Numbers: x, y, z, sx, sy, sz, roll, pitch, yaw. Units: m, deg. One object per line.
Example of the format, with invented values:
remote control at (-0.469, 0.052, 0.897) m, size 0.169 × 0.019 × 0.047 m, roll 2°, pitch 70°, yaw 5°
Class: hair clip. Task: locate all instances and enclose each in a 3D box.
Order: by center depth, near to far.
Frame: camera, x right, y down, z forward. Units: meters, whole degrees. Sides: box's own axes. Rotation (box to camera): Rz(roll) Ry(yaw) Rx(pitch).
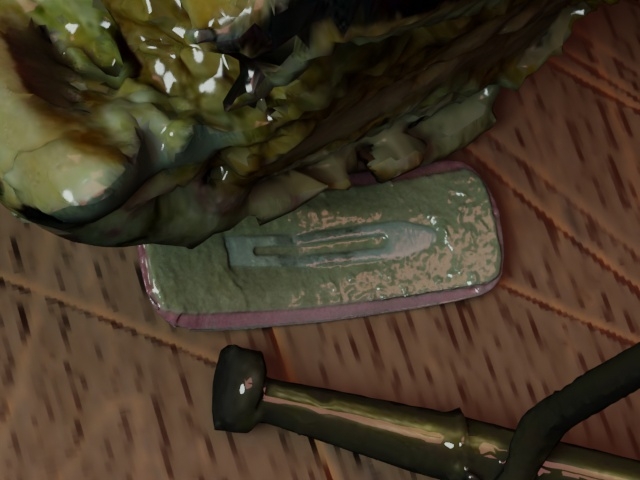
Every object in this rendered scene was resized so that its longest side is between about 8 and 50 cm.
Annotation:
hair clip at (0.000, 0.001, 0.634) m, size 0.137 × 0.022 × 0.054 m, roll -6°, pitch 73°, yaw -22°

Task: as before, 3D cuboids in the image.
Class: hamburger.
hamburger at (-0.010, -0.110, 0.552) m, size 0.192 × 0.167 × 0.288 m, roll 52°, pitch 37°, yaw 14°

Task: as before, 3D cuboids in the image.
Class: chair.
chair at (0.207, 0.174, 0.449) m, size 0.410 × 0.364 × 0.361 m, roll 8°, pitch 68°, yaw -16°
